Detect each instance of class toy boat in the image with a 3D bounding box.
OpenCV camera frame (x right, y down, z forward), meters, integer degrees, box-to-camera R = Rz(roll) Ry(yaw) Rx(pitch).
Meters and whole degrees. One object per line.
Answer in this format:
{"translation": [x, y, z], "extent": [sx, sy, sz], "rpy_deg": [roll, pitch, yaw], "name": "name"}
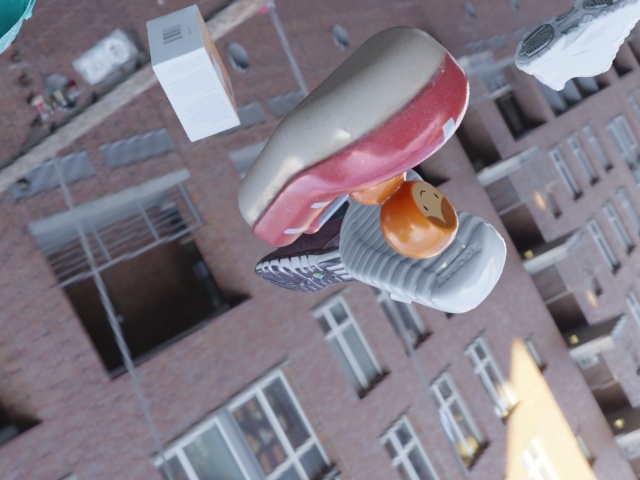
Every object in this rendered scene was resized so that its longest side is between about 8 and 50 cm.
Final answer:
{"translation": [0.043, -0.049, 0.725], "extent": [0.151, 0.151, 0.231], "rpy_deg": [-47, -179, -25], "name": "toy boat"}

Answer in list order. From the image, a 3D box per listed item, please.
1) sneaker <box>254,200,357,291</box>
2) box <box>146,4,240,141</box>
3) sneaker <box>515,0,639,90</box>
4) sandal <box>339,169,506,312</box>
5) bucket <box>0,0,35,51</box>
{"translation": [0.000, 0.000, 1.783], "extent": [0.281, 0.106, 0.162], "rpy_deg": [-9, -123, 47], "name": "sneaker"}
{"translation": [-0.210, -0.276, 1.593], "extent": [0.091, 0.130, 0.170], "rpy_deg": [-20, 138, 4], "name": "box"}
{"translation": [0.401, -0.299, 1.385], "extent": [0.232, 0.115, 0.090], "rpy_deg": [-30, -138, 35], "name": "sneaker"}
{"translation": [0.132, 0.015, 1.294], "extent": [0.169, 0.102, 0.416], "rpy_deg": [-53, -157, 5], "name": "sandal"}
{"translation": [-0.547, -0.379, 1.385], "extent": [0.281, 0.281, 0.183], "rpy_deg": [-28, -174, -16], "name": "bucket"}
